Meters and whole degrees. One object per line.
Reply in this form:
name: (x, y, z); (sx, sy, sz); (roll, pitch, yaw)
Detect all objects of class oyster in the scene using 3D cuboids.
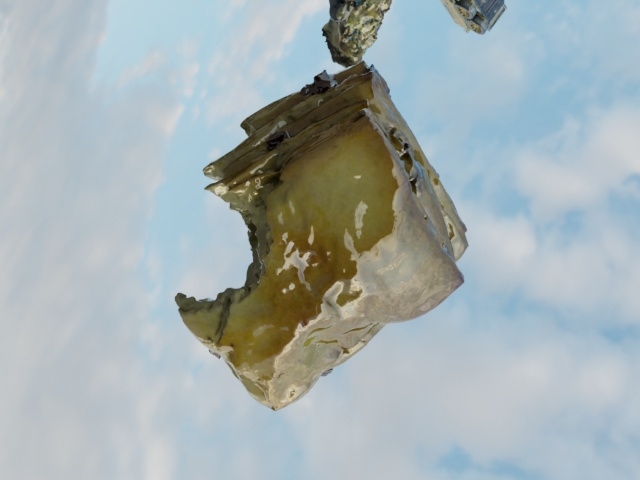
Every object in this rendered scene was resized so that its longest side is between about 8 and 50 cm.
oyster: (0.082, -0.451, 1.432); (0.259, 0.092, 0.198); (-66, -161, -14)

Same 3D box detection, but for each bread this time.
bread: (0.000, 0.000, 0.890); (0.370, 0.314, 0.191); (-37, -159, -8)

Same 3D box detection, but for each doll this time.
doll: (0.026, -0.473, 1.415); (0.037, 0.027, 0.125); (11, -67, 52)

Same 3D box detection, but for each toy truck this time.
toy truck: (0.262, -0.533, 1.493); (0.124, 0.272, 0.157); (-54, -138, -1)
